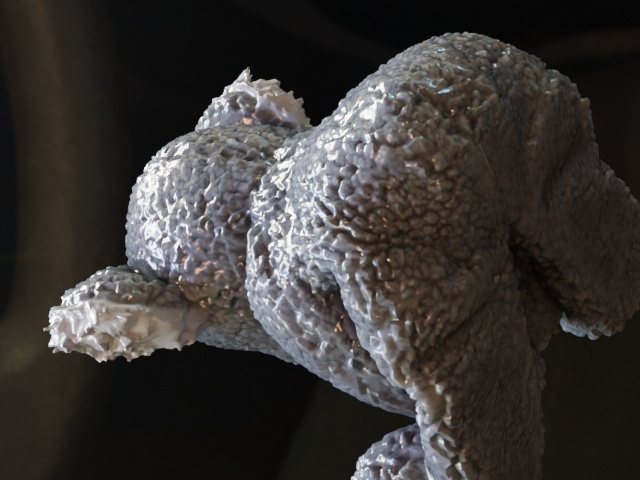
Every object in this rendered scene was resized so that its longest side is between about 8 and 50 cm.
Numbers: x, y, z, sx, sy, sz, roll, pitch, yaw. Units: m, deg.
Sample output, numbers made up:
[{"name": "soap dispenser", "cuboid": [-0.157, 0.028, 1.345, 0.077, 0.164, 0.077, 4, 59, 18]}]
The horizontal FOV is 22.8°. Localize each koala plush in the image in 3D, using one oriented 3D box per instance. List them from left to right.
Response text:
[{"name": "koala plush", "cuboid": [0.000, 0.000, 0.707, 0.221, 0.203, 0.196, 9, 53, 35]}]
